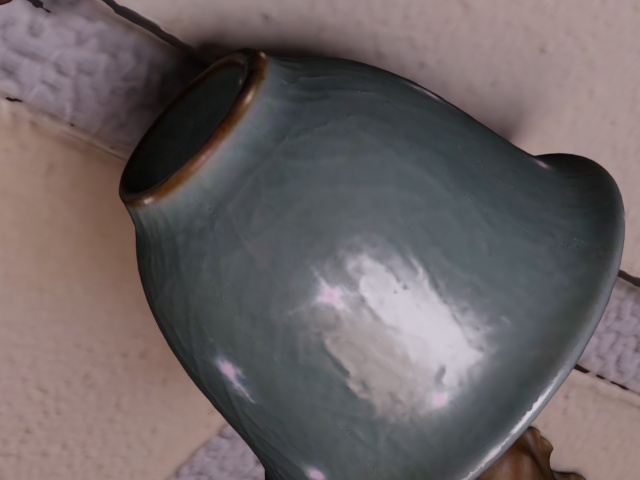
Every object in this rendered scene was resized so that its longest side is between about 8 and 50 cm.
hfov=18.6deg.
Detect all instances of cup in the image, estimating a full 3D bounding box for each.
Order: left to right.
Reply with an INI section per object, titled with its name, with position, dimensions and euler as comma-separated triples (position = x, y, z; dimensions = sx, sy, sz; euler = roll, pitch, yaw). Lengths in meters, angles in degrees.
[cup]
position = 0.000, 0.000, 0.781
dimensions = 0.199, 0.199, 0.150
euler = -39, 114, 23

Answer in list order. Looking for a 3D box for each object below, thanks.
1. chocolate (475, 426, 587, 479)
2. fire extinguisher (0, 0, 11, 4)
[chocolate]
position = 0.048, 0.193, 1.030
dimensions = 0.214, 0.093, 0.148
euler = -28, 136, 13
[fire extinguisher]
position = -0.174, -0.127, 0.679
dimensions = 0.173, 0.049, 0.035
euler = 28, 129, -35
